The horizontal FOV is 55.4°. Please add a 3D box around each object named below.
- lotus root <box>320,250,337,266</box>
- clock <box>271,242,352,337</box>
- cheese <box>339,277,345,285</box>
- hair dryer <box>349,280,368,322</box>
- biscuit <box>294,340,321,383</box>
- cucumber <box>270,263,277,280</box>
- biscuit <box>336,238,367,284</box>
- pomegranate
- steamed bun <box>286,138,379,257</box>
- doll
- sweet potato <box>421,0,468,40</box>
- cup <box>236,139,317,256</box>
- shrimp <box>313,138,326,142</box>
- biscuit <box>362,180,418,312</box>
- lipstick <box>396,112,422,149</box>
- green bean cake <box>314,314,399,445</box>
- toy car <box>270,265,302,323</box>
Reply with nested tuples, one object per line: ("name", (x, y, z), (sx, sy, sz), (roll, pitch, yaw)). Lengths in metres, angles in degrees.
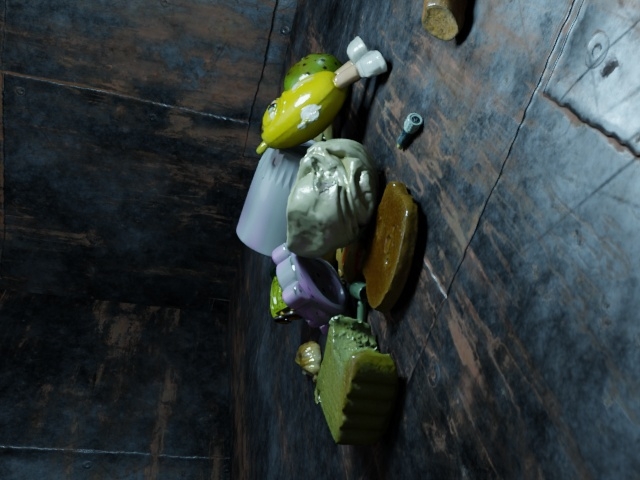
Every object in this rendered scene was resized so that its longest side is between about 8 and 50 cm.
("lotus root", (0.000, 0.000, 1.830), (0.125, 0.118, 0.220), (34, 135, 45))
("clock", (-0.022, 0.124, 1.604), (0.090, 0.248, 0.227), (-35, 50, 20))
("cheese", (0.043, 0.135, 1.763), (0.084, 0.041, 0.060), (41, 131, 49))
("hair dryer", (0.101, 0.179, 1.528), (0.071, 0.047, 0.150), (-157, 70, -74))
("biscuit", (-0.042, 0.373, 1.917), (0.183, 0.061, 0.118), (-176, 96, -76))
("cucumber", (-0.151, 0.107, 2.483), (0.244, 0.063, 0.115), (132, 143, -62))
("biscuit", (0.081, 0.041, 1.685), (0.225, 0.036, 0.166), (-111, 34, -61))
("pomegranate", (-0.003, -0.472, 2.010), (0.231, 0.231, 0.286), (-101, -4, -51))
("steamed bun", (0.048, -0.103, 1.530), (0.275, 0.206, 0.320), (11, -90, -73))
("doll", (0.007, -0.404, 1.723), (0.423, 0.161, 0.348), (-46, 18, -15))
("sweet potato", (0.254, -0.530, 1.237), (0.097, 0.097, 0.251), (151, 125, -72))
("cup", (-0.114, -0.141, 1.987), (0.253, 0.253, 0.371), (-107, 32, -59))
("shrimp", (-0.006, -0.340, 2.168), (0.075, 0.073, 0.190), (-40, 23, -10))
("biscuit", (0.159, 0.017, 1.375), (0.257, 0.049, 0.273), (-103, 27, -61))
("lipstick", (0.198, -0.246, 1.405), (0.116, 0.037, 0.037), (119, 155, -61))
("green bean cake", (0.082, 0.307, 1.358), (0.236, 0.124, 0.233), (-124, 43, -69))
("toy car", (-0.064, 0.166, 1.956), (0.248, 0.142, 0.200), (-30, 55, 60))
